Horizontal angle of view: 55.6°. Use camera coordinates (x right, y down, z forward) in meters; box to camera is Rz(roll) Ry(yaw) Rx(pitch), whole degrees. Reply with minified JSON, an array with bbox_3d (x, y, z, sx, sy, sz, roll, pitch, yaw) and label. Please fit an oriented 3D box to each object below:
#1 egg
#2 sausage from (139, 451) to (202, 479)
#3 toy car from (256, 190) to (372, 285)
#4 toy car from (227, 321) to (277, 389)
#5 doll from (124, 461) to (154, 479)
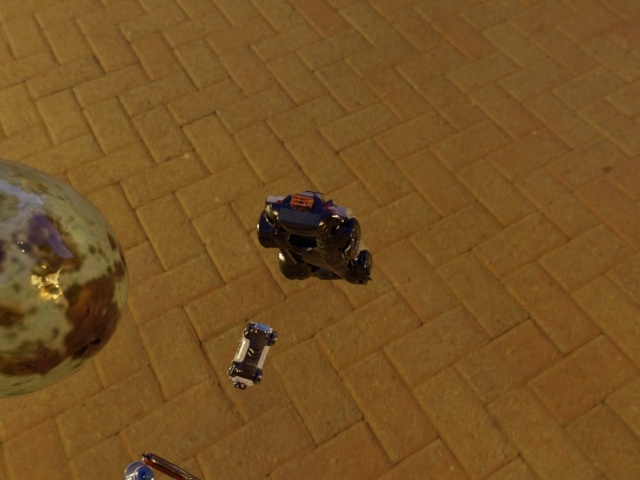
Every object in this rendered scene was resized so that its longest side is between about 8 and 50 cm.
[{"bbox_3d":[-0.252,0.020,0.432,0.231,0.169,0.169,19,54,5],"label":"egg"},{"bbox_3d":[-0.278,0.463,1.197,0.028,0.198,0.025,-17,40,42],"label":"sausage"},{"bbox_3d":[0.000,-0.002,1.160,0.193,0.301,0.118,10,67,18],"label":"toy car"},{"bbox_3d":[-0.174,0.287,1.509,0.080,0.070,0.170,22,87,-19],"label":"toy car"},{"bbox_3d":[-0.430,0.559,1.449,0.099,0.143,0.057,-32,90,-34],"label":"doll"}]
